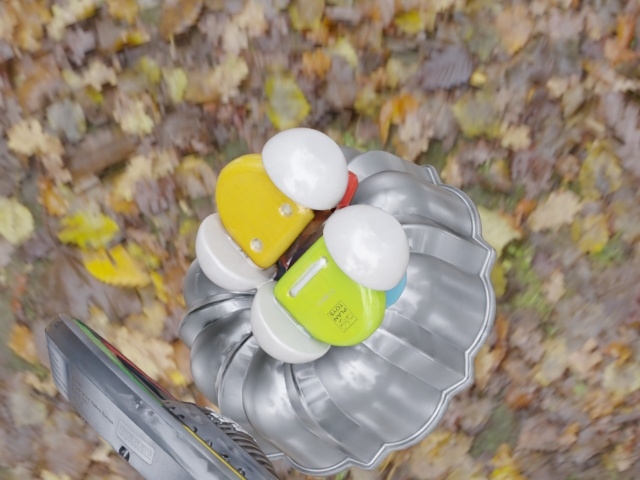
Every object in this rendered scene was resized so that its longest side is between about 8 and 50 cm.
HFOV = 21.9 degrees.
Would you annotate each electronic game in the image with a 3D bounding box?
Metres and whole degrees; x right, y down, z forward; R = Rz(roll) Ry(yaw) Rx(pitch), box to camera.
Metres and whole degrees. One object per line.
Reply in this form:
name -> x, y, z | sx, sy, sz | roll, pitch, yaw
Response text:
electronic game -> -0.054, 0.118, 0.861 | 0.229, 0.229, 0.048 | 40, 85, 7

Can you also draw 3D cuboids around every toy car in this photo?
toy car -> 0.000, 0.000, 1.358 | 0.182, 0.136, 0.159 | 52, 125, 13

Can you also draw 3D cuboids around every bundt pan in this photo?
bundt pan -> -0.004, 0.050, 1.577 | 0.330, 0.124, 0.331 | -17, 60, 31
